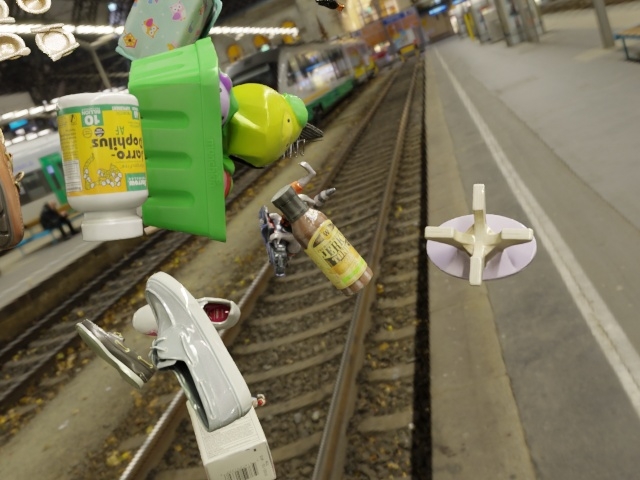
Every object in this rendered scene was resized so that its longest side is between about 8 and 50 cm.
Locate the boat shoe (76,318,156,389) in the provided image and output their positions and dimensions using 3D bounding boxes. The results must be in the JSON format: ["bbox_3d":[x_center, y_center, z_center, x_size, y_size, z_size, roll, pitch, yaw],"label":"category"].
[{"bbox_3d":[-0.515,0.275,1.664,0.069,0.227,0.081,-47,0,-32],"label":"boat shoe"}]

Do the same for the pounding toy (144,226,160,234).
[{"bbox_3d":[-0.366,-0.151,1.569,0.182,0.237,0.110,-15,-28,-23],"label":"pounding toy"}]

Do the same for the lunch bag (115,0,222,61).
[{"bbox_3d":[-0.346,-0.507,1.554,0.224,0.160,0.262,-61,5,13],"label":"lunch bag"}]

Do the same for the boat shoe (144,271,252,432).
[{"bbox_3d":[-0.180,0.147,0.872,0.081,0.228,0.079,-28,-12,-34],"label":"boat shoe"}]

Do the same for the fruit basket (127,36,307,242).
[{"bbox_3d":[-0.189,-0.213,1.348,0.391,0.392,0.283,-22,32,0],"label":"fruit basket"}]

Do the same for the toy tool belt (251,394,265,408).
[{"bbox_3d":[-0.193,0.436,1.759,0.083,0.052,0.051,-11,-10,24],"label":"toy tool belt"}]

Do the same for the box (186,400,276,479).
[{"bbox_3d":[-0.214,0.469,1.561,0.148,0.127,0.232,-18,29,-13],"label":"box"}]

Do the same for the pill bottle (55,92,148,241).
[{"bbox_3d":[-0.319,-0.107,0.979,0.117,0.209,0.117,-4,6,0],"label":"pill bottle"}]

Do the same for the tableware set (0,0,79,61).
[{"bbox_3d":[-0.507,-0.368,1.120,0.141,0.169,0.020,-27,-10,-31],"label":"tableware set"}]

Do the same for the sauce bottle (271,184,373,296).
[{"bbox_3d":[0.000,0.000,1.789,0.111,0.344,0.111,-39,16,13],"label":"sauce bottle"}]

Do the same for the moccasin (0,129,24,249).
[{"bbox_3d":[-0.761,-0.162,1.508,0.139,0.380,0.147,-27,-6,13],"label":"moccasin"}]

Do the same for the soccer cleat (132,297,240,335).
[{"bbox_3d":[-0.412,0.220,2.018,0.331,0.116,0.143,-4,-19,-7],"label":"soccer cleat"}]

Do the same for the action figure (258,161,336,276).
[{"bbox_3d":[-0.082,-0.030,2.080,0.178,0.330,0.341,8,40,-22],"label":"action figure"}]

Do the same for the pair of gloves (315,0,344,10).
[{"bbox_3d":[0.030,-0.582,1.579,0.074,0.010,0.083,11,-19,-14],"label":"pair of gloves"}]

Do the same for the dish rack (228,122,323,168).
[{"bbox_3d":[-0.135,-0.273,1.834,0.271,0.074,0.208,-7,-10,31],"label":"dish rack"}]

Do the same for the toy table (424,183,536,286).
[{"bbox_3d":[0.394,0.004,1.650,0.274,0.252,0.161,-11,-19,16],"label":"toy table"}]
